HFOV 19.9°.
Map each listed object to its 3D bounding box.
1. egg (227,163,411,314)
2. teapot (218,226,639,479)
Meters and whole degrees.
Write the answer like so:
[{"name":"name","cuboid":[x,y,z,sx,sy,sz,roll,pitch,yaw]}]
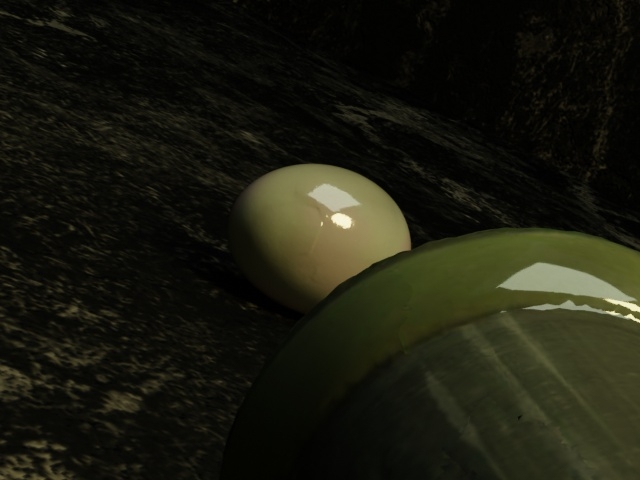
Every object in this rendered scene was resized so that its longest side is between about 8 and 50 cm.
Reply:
[{"name":"egg","cuboid":[0.000,0.000,1.233,0.135,0.103,0.103,16,14,-36]},{"name":"teapot","cuboid":[0.121,0.130,0.501,0.337,0.270,0.200,-122,-172,-68]}]
